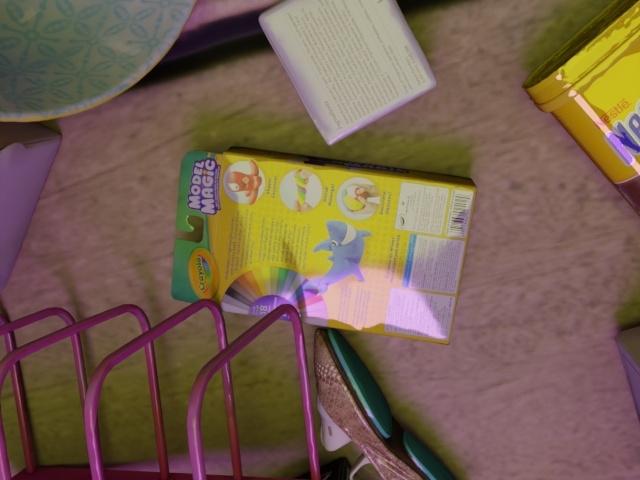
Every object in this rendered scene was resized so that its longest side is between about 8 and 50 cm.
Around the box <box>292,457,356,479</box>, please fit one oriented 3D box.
[{"bbox_3d":[-0.013,0.354,0.706,0.216,0.060,0.270,-26,99,9],"label":"box"}]

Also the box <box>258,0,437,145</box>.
[{"bbox_3d":[0.022,-0.134,0.572,0.087,0.101,0.102,-27,99,10],"label":"box"}]

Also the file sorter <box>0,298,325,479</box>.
[{"bbox_3d":[-0.163,0.147,0.573,0.291,0.202,0.182,-3,100,18],"label":"file sorter"}]

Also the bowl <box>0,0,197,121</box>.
[{"bbox_3d":[-0.232,-0.227,0.527,0.156,0.289,0.289,14,108,45],"label":"bowl"}]

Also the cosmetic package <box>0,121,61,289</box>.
[{"bbox_3d":[-0.405,-0.080,0.572,0.366,0.197,0.155,27,103,0],"label":"cosmetic package"}]

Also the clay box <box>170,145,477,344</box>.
[{"bbox_3d":[0.000,0.000,0.629,0.222,0.053,0.127,9,104,4],"label":"clay box"}]

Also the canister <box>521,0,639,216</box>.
[{"bbox_3d":[0.250,-0.089,0.579,0.126,0.073,0.170,-42,98,12],"label":"canister"}]

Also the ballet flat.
[{"bbox_3d":[0.041,0.166,0.655,0.067,0.073,0.206,-35,96,14],"label":"ballet flat"}]

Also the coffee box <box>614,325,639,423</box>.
[{"bbox_3d":[0.432,0.211,0.497,0.338,0.334,0.338,-19,102,7],"label":"coffee box"}]
